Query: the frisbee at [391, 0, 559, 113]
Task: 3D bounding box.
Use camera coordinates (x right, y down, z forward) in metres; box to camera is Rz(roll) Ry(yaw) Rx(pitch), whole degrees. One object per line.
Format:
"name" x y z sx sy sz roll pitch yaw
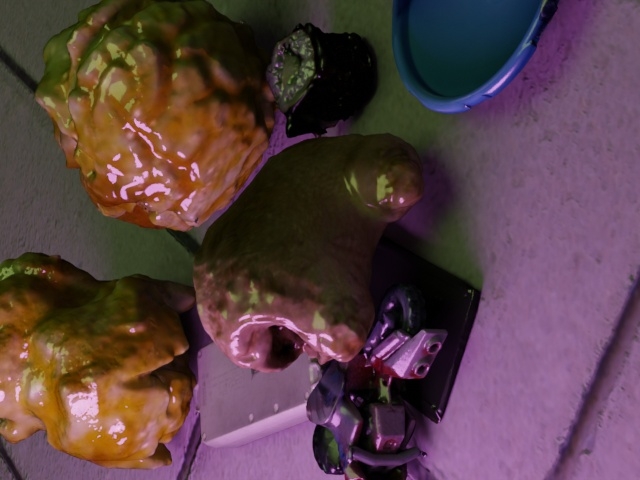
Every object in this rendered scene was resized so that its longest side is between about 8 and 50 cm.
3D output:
"frisbee" 0.145 -0.228 1.156 0.242 0.045 0.242 -28 56 52

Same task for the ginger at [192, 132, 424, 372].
"ginger" 0.000 0.000 1.195 0.221 0.130 0.275 -24 42 14

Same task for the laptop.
"laptop" 0.069 0.074 1.240 0.197 0.016 0.135 31 111 51

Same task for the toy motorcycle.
"toy motorcycle" 0.052 0.146 1.177 0.122 0.082 0.213 53 129 42

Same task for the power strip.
"power strip" -0.055 0.139 1.360 0.270 0.046 0.117 -31 58 53

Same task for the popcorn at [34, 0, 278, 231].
"popcorn" -0.172 -0.150 1.383 0.247 0.282 0.282 -42 38 -12

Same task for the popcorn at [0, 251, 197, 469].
"popcorn" -0.267 0.137 1.480 0.276 0.277 0.225 2 80 54

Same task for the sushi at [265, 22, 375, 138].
"sushi" 0.002 -0.161 1.309 0.094 0.084 0.098 -40 59 39
